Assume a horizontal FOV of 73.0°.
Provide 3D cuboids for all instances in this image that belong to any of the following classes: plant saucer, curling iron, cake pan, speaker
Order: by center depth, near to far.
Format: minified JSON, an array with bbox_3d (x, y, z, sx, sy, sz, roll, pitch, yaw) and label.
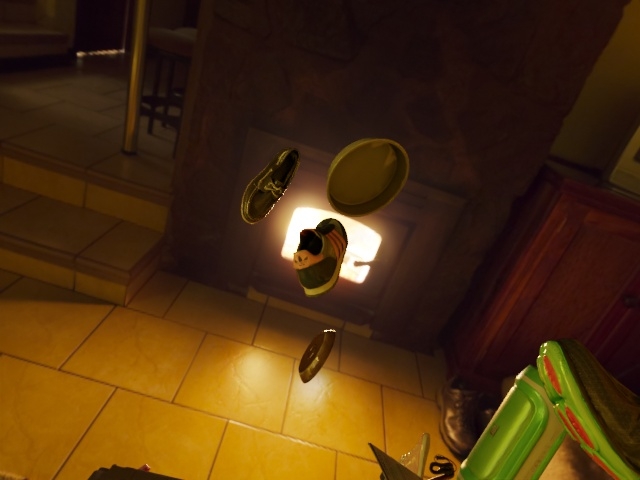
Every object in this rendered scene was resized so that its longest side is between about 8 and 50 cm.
[{"bbox_3d":[0.395,0.407,0.871,0.131,0.297,0.131,30,3,-2],"label":"speaker"},{"bbox_3d":[0.249,0.676,1.195,0.068,0.273,0.035,61,2,27],"label":"curling iron"},{"bbox_3d":[-0.015,0.322,1.225,0.029,0.168,0.168,35,24,-8],"label":"plant saucer"},{"bbox_3d":[0.147,-0.207,1.402,0.292,0.293,0.054,4,38,-30],"label":"cake pan"}]

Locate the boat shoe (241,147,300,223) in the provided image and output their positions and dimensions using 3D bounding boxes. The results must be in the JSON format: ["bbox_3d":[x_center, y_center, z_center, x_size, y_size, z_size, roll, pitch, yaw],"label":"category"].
[{"bbox_3d":[-0.111,-0.130,0.988,0.075,0.206,0.065,37,-17,-20],"label":"boat shoe"}]

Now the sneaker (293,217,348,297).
[{"bbox_3d":[0.000,0.000,1.120,0.112,0.131,0.319,-17,28,16],"label":"sneaker"}]

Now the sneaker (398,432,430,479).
[{"bbox_3d":[0.238,0.558,1.117,0.070,0.135,0.051,10,-5,33],"label":"sneaker"}]

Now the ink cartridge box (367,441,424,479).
[{"bbox_3d":[0.237,0.602,0.855,0.330,0.071,0.324,39,3,-17],"label":"ink cartridge box"}]

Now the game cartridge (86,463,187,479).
[{"bbox_3d":[-0.226,0.433,0.634,0.296,0.062,0.198,15,8,-2],"label":"game cartridge"}]

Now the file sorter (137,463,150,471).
[{"bbox_3d":[-0.470,0.693,0.968,0.182,0.202,0.290,37,-2,12],"label":"file sorter"}]

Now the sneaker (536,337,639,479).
[{"bbox_3d":[0.547,0.317,0.657,0.482,0.202,0.185,43,2,13],"label":"sneaker"}]
